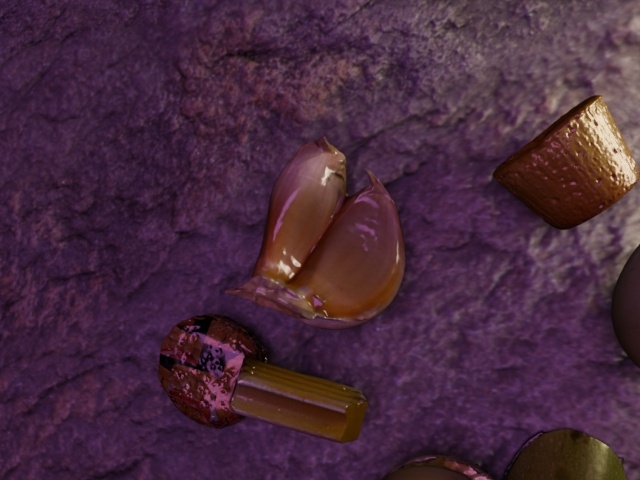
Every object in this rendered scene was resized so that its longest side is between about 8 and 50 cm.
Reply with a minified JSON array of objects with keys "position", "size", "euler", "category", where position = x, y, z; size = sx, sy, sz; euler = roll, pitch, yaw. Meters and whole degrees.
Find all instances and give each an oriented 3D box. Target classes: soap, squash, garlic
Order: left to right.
[{"position":[-0.034,0.274,0.862],"size":[0.231,0.140,0.073],"euler":[18,91,-6],"category":"soap"},{"position":[0.000,0.000,0.894],"size":[0.285,0.249,0.313],"euler":[10,66,34],"category":"garlic"},{"position":[0.394,0.398,0.783],"size":[0.191,0.085,0.184],"euler":[19,90,17],"category":"squash"}]

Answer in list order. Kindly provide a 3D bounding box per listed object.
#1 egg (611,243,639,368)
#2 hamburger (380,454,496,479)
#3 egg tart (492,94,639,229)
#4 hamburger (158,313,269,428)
[{"position":[0.549,0.072,0.711],"size":[0.218,0.218,0.296],"euler":[23,77,18],"category":"egg"},{"position":[0.196,0.490,0.780],"size":[0.299,0.176,0.301],"euler":[-1,88,27],"category":"hamburger"},{"position":[0.401,-0.117,0.804],"size":[0.202,0.202,0.147],"euler":[-41,87,8],"category":"egg tart"},{"position":[-0.212,0.255,0.981],"size":[0.230,0.107,0.231],"euler":[-1,81,9],"category":"hamburger"}]
